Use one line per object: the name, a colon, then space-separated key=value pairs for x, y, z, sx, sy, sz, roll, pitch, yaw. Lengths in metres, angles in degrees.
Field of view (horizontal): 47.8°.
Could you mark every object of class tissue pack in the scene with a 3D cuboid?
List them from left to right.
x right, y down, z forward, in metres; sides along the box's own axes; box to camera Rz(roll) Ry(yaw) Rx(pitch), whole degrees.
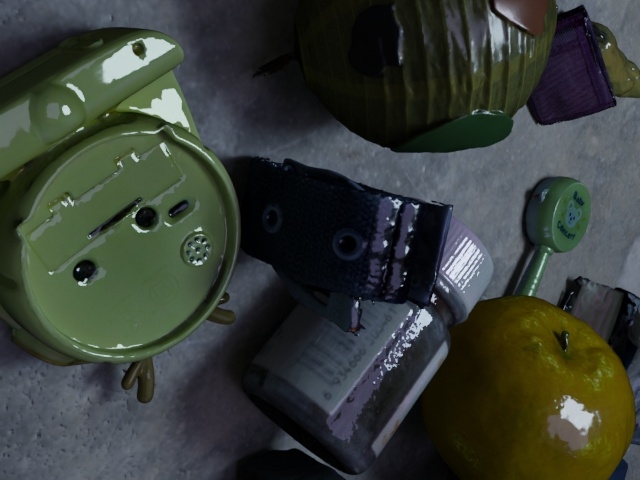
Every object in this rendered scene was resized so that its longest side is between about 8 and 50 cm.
tissue pack: x=0.528 y=0.230 z=1.285 sx=0.361 sy=0.122 sz=0.259 roll=20 pitch=91 yaw=-45

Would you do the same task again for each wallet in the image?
wallet: x=0.325 y=-0.228 z=0.975 sx=0.166 sy=0.111 sz=0.030 roll=51 pitch=32 yaw=-37

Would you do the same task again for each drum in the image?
drum: x=0.345 y=0.027 z=1.102 sx=0.130 sy=0.049 sz=0.253 roll=11 pitch=95 yaw=-43

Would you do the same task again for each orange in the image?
orange: x=0.260 y=0.209 z=0.940 sx=0.279 sy=0.279 sz=0.235 roll=-9 pitch=137 yaw=-40

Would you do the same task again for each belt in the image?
belt: x=0.000 y=-0.001 z=0.669 sx=0.122 sy=0.218 sz=0.128 roll=5 pitch=103 yaw=-39

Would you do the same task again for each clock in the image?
clock: x=-0.167 y=-0.001 z=0.602 sx=0.235 sy=0.096 sz=0.308 roll=-43 pitch=128 yaw=-26

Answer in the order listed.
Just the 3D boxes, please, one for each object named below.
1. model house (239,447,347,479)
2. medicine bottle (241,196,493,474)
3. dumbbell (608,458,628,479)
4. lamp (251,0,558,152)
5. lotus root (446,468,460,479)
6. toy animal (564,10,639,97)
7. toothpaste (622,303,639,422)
model house: x=-0.096 y=0.388 z=0.716 sx=0.301 sy=0.190 sz=0.271 roll=-4 pitch=106 yaw=-40
medicine bottle: x=0.056 y=0.098 z=0.785 sx=0.273 sy=0.165 sz=0.165 roll=-50 pitch=130 yaw=-20
dumbbell: x=0.401 y=0.493 z=1.226 sx=0.144 sy=0.160 sz=0.325 roll=2 pitch=102 yaw=-71
lamp: x=0.070 y=-0.199 z=0.679 sx=0.284 sy=0.250 sz=0.250 roll=-12 pitch=117 yaw=3
lotus root: x=0.256 y=0.341 z=1.074 sx=0.209 sy=0.120 sz=0.120 roll=-6 pitch=106 yaw=-40
toy animal: x=0.411 y=-0.253 z=1.044 sx=0.219 sy=0.101 sz=0.103 roll=25 pitch=83 yaw=-43
toothpaste: x=0.510 y=0.215 z=1.153 sx=0.096 sy=0.061 sz=0.266 roll=-28 pitch=130 yaw=-31
